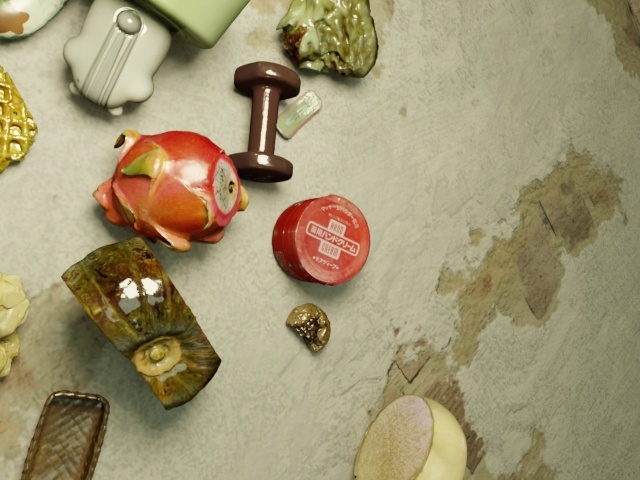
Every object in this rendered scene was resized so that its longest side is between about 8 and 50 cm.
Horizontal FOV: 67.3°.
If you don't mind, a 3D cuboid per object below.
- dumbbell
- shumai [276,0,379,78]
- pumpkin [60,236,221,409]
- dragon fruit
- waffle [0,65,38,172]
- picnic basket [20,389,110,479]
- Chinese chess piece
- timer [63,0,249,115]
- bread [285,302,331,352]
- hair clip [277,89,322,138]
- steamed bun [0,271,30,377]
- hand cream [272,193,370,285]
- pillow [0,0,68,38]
[{"bbox_3d":[-0.115,-0.234,0.975,0.124,0.140,0.225,12,82,-52],"label":"dumbbell"},{"bbox_3d":[0.007,-0.471,1.061,0.218,0.189,0.256,-25,118,-12],"label":"shumai"},{"bbox_3d":[-0.292,0.130,0.806,0.139,0.222,0.317,-37,135,-18],"label":"pumpkin"},{"bbox_3d":[-0.255,-0.086,0.842,0.224,0.227,0.224,7,90,-67],"label":"dragon fruit"},{"bbox_3d":[-0.547,-0.201,0.762,0.149,0.051,0.194,-33,105,-30],"label":"waffle"},{"bbox_3d":[-0.430,0.350,0.809,0.110,0.055,0.193,19,79,-28],"label":"picnic basket"},{"bbox_3d":[0.194,0.476,1.060,0.112,0.270,0.270,36,70,-14],"label":"Chinese chess piece"},{"bbox_3d":[-0.315,-0.370,0.818,0.290,0.291,0.315,27,97,-28],"label":"timer"},{"bbox_3d":[-0.017,0.187,1.065,0.113,0.060,0.082,46,69,-20],"label":"bread"},{"bbox_3d":[-0.051,-0.284,1.083,0.054,0.022,0.137,50,65,-19],"label":"hair clip"},{"bbox_3d":[-0.547,0.125,0.716,0.192,0.106,0.178,17,78,-28],"label":"steamed bun"},{"bbox_3d":[0.000,0.000,1.044,0.193,0.125,0.193,1,88,-33],"label":"hand cream"},{"bbox_3d":[-0.523,-0.437,0.774,0.214,0.086,0.233,40,71,-12],"label":"pillow"}]
